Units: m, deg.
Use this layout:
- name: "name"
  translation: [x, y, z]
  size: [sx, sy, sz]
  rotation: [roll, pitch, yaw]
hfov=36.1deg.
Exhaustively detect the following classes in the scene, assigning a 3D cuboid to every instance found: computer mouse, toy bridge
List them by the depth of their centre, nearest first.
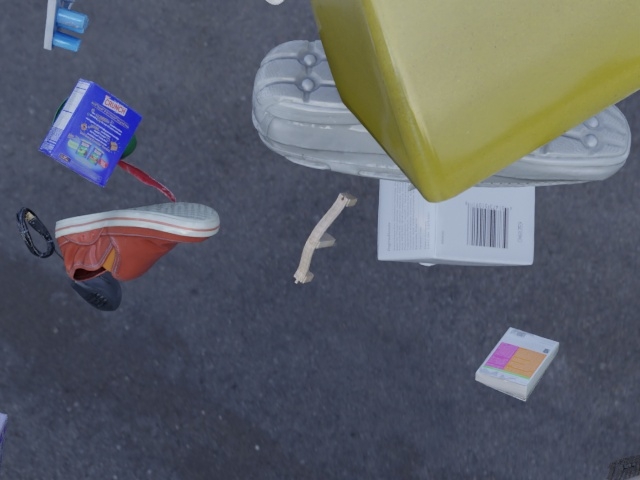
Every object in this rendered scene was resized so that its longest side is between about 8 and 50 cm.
- name: "computer mouse"
  translation: [-0.381, 0.030, 1.521]
  size: [0.041, 0.242, 0.071]
  rotation: [-13, 48, 26]
- name: "toy bridge"
  translation: [0.000, 0.000, 1.743]
  size: [0.026, 0.063, 0.188]
  rotation: [37, 111, 21]

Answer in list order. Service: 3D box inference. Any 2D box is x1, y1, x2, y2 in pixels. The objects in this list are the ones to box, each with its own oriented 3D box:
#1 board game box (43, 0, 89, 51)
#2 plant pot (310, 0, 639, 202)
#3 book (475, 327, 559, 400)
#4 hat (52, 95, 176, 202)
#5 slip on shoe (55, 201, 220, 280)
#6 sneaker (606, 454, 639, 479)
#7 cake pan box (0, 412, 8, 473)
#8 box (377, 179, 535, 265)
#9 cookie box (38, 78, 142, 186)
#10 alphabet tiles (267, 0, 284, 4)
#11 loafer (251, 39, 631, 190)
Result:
- name: "board game box"
  translation: [-0.299, -0.524, 1.394]
  size: [0.050, 0.390, 0.390]
  rotation: [16, 52, -9]
- name: "plant pot"
  translation: [0.092, -0.186, 0.628]
  size: [0.212, 0.187, 0.212]
  rotation: [-30, 31, 0]
- name: "book"
  translation: [0.346, 0.211, 1.724]
  size: [0.096, 0.035, 0.144]
  rotation: [18, 39, 29]
- name: "hat"
  translation: [-0.383, -0.193, 1.899]
  size: [0.183, 0.208, 0.173]
  rotation: [12, 79, 39]
- name: "slip on shoe"
  translation: [-0.255, 0.003, 1.365]
  size: [0.331, 0.101, 0.123]
  rotation: [-8, 1, 43]
- name: "sneaker"
  translation: [0.345, 0.273, 1.052]
  size: [0.066, 0.188, 0.071]
  rotation: [-18, 80, 27]
- name: "cake pan box"
  translation: [-0.675, 0.363, 1.691]
  size: [0.245, 0.267, 0.070]
  rotation: [15, 40, -6]
- name: "box"
  translation: [0.180, -0.058, 1.294]
  size: [0.119, 0.181, 0.182]
  rotation: [-4, 84, 54]
- name: "cookie box"
  translation: [-0.293, -0.138, 1.258]
  size: [0.040, 0.092, 0.107]
  rotation: [21, 80, 44]
- name: "alphabet tiles"
  translation: [-0.048, -0.503, 1.474]
  size: [0.278, 0.284, 0.021]
  rotation: [34, 29, -5]
- name: "loafer"
  translation: [0.100, -0.097, 0.846]
  size: [0.319, 0.111, 0.112]
  rotation: [11, 60, 4]
